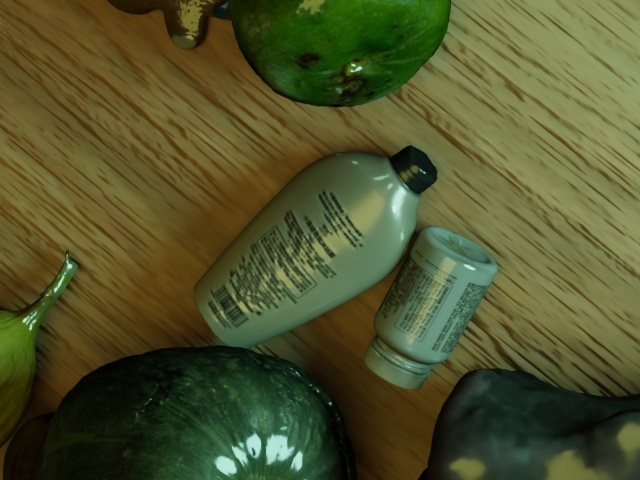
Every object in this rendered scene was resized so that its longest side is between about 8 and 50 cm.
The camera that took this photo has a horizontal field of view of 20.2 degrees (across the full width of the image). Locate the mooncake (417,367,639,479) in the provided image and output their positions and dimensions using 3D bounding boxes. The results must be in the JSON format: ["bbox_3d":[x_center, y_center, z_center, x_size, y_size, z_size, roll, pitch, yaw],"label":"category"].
[{"bbox_3d":[0.268,0.263,1.569,0.381,0.212,0.350,8,96,7],"label":"mooncake"}]

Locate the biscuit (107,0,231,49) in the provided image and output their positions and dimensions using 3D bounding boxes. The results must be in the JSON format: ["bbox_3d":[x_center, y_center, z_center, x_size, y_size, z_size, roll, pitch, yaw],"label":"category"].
[{"bbox_3d":[-0.117,-0.247,1.684,0.205,0.031,0.138,5,102,16],"label":"biscuit"}]

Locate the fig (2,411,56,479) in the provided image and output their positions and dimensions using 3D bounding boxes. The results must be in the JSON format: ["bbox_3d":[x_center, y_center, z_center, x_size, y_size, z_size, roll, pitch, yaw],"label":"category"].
[{"bbox_3d":[-0.254,0.283,1.787,0.124,0.124,0.236,10,115,14],"label":"fig"}]

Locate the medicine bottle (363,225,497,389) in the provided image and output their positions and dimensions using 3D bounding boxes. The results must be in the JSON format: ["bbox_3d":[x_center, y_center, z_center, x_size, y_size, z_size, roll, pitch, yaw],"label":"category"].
[{"bbox_3d":[0.098,0.064,1.655,0.079,0.079,0.140,30,107,8],"label":"medicine bottle"}]

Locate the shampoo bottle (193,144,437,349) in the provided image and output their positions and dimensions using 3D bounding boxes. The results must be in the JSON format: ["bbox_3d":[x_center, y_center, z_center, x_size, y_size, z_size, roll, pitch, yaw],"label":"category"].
[{"bbox_3d":[0.000,0.000,1.670,0.257,0.078,0.127,-37,78,20],"label":"shampoo bottle"}]

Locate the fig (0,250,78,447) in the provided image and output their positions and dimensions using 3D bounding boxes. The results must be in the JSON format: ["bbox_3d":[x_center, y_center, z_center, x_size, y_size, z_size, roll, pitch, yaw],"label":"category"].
[{"bbox_3d":[-0.331,0.108,1.767,0.159,0.159,0.257,43,89,4],"label":"fig"}]

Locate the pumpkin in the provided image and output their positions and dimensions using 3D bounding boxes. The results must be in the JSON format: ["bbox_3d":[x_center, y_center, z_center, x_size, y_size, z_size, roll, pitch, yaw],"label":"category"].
[{"bbox_3d":[-0.105,0.256,1.620,0.257,0.292,0.327,-29,65,53],"label":"pumpkin"}]

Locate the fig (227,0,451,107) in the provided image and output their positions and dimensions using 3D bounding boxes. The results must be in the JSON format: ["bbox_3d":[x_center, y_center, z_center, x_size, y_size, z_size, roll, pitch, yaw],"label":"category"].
[{"bbox_3d":[-0.002,-0.252,1.592,0.203,0.203,0.235,-35,61,19],"label":"fig"}]
